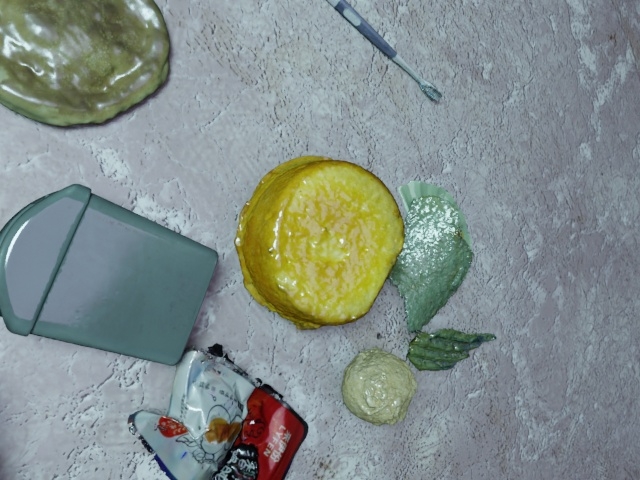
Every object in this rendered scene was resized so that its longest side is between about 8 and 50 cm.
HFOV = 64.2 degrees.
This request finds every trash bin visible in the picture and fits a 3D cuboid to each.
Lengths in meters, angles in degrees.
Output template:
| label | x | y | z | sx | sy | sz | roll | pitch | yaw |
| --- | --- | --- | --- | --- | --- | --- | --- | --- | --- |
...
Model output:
| label | x | y | z | sx | sy | sz | roll | pitch | yaw |
| --- | --- | --- | --- | --- | --- | --- | --- | --- | --- |
| trash bin | -0.262 | 0.043 | 0.614 | 0.236 | 0.101 | 0.177 | 27 | 75 | -31 |

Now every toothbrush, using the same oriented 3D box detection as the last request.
| label | x | y | z | sx | sy | sz | roll | pitch | yaw |
| --- | --- | --- | --- | --- | --- | --- | --- | --- | --- |
| toothbrush | 0.112 | -0.333 | 0.881 | 0.288 | 0.026 | 0.024 | 34 | 115 | -26 |

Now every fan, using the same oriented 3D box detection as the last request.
| label | x | y | z | sx | sy | sz | roll | pitch | yaw |
| --- | --- | --- | --- | --- | --- | --- | --- | --- | --- |
| fan | 0.225 | -0.026 | 0.960 | 0.240 | 0.009 | 0.131 | 48 | 65 | -21 |

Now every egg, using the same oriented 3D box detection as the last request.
| label | x | y | z | sx | sy | sz | roll | pitch | yaw |
| --- | --- | --- | --- | --- | --- | --- | --- | --- | --- |
| egg | 0.094 | 0.234 | 0.817 | 0.140 | 0.116 | 0.118 | 6 | 82 | -57 |

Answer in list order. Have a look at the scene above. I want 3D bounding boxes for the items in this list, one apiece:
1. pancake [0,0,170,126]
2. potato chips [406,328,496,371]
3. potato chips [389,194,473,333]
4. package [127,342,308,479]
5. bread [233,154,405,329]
| label | x | y | z | sx | sy | sz | roll | pitch | yaw |
| --- | --- | --- | --- | --- | --- | --- | --- | --- | --- |
| pancake | -0.301 | -0.250 | 0.621 | 0.236 | 0.042 | 0.223 | -2 | 87 | -33 |
| potato chips | 0.241 | 0.203 | 0.950 | 0.207 | 0.028 | 0.092 | 8 | 113 | -33 |
| potato chips | 0.191 | 0.040 | 0.908 | 0.166 | 0.059 | 0.229 | -21 | 103 | -11 |
| package | -0.136 | 0.274 | 0.712 | 0.194 | 0.071 | 0.269 | -49 | 126 | -19 |
| bread | 0.000 | 0.000 | 0.745 | 0.268 | 0.145 | 0.269 | 1 | 88 | -28 |
